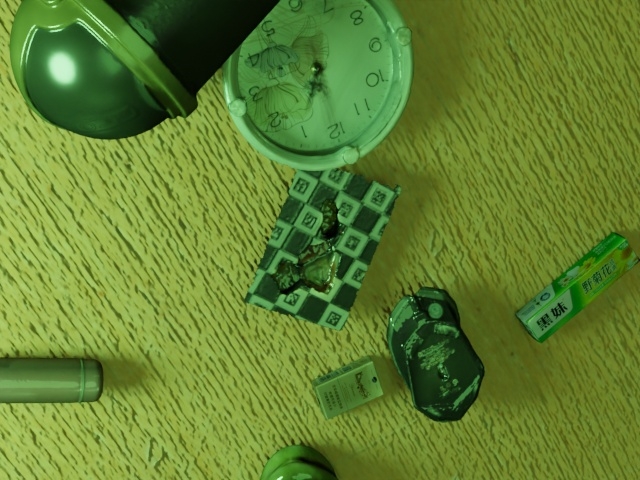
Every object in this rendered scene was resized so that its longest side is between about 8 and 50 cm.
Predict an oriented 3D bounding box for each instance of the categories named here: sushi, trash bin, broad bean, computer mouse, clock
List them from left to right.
[{"bbox_3d":[-0.170,-0.243,1.274,0.334,0.214,0.214,-44,116,-8],"label":"trash bin"},{"bbox_3d":[-0.045,0.361,1.594,0.153,0.072,0.206,14,113,-21],"label":"broad bean"},{"bbox_3d":[-0.006,-0.200,1.430,0.237,0.053,0.236,-6,108,-20],"label":"clock"},{"bbox_3d":[0.000,0.000,1.508,0.139,0.031,0.201,19,102,-21],"label":"sushi"},{"bbox_3d":[0.145,0.147,1.591,0.106,0.062,0.192,-24,107,-10],"label":"computer mouse"}]

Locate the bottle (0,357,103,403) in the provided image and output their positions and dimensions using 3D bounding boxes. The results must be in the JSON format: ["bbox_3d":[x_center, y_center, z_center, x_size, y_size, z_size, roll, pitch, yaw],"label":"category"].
[{"bbox_3d":[-0.324,0.163,1.430,0.140,0.053,0.053,3,106,-20],"label":"bottle"}]

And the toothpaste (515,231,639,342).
[{"bbox_3d":[0.344,0.063,1.648,0.178,0.037,0.043,-39,116,-5],"label":"toothpaste"}]

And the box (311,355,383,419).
[{"bbox_3d":[0.035,0.189,1.584,0.083,0.024,0.053,-23,113,-13],"label":"box"}]
